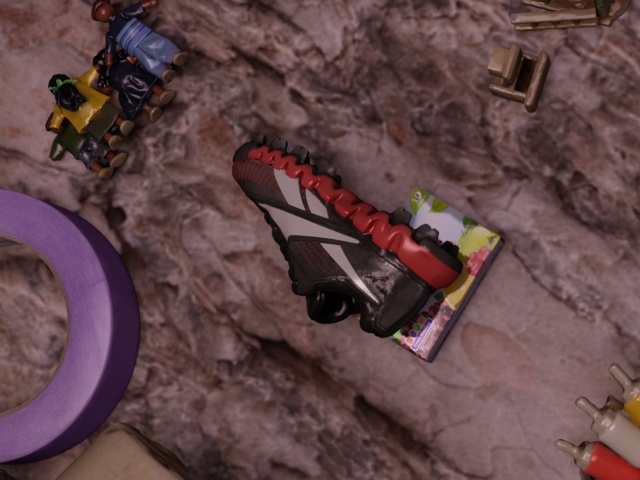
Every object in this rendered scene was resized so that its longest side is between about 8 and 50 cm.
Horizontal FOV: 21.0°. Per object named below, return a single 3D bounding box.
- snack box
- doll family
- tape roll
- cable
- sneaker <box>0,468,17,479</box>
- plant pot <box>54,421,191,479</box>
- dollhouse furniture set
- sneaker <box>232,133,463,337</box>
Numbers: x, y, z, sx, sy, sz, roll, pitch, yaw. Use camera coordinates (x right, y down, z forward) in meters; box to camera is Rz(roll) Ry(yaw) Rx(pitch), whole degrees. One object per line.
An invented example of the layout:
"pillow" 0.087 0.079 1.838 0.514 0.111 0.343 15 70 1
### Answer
"snack box" 0.100 0.033 1.676 0.100 0.037 0.141 31 91 16
"doll family" -0.218 -0.161 1.757 0.111 0.076 0.193 39 88 18
"tape roll" -0.325 0.088 1.739 0.275 0.090 0.275 -1 84 13
"cable" 0.347 0.234 1.572 0.287 0.072 0.139 35 119 8
"sneaker" -0.377 0.359 1.696 0.343 0.146 0.134 -35 42 23
"plant pot" -0.182 0.334 1.450 0.334 0.334 0.305 37 85 14
"dollhouse furniture set" 0.220 -0.209 1.604 0.101 0.182 0.161 17 87 14
"sneaker" 0.000 0.000 1.647 0.276 0.097 0.135 34 90 32
